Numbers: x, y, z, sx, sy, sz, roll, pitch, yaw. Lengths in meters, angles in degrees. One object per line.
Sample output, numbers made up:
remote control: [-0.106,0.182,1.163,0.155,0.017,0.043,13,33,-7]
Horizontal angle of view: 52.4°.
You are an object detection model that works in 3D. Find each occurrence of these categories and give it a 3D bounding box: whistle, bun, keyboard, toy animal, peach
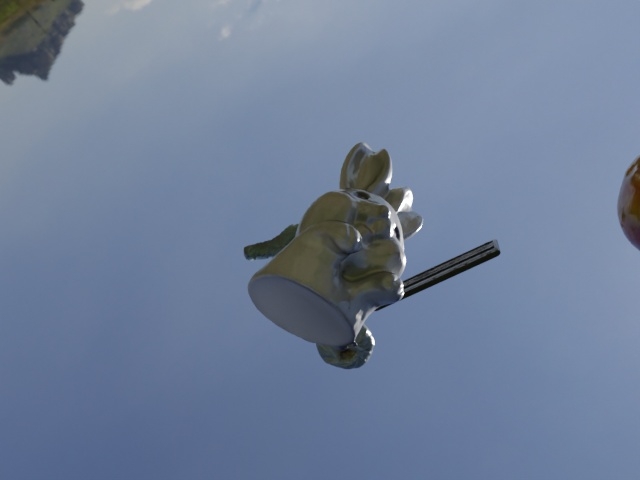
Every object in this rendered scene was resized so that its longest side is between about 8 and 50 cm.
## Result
whistle: [0.000,0.000,1.409,0.347,0.189,0.189,-1,-139,11]
bun: [0.032,0.137,0.861,0.083,0.083,0.045,-31,-151,10]
keyboard: [0.182,0.088,1.319,0.381,0.041,0.103,-20,-169,16]
toy animal: [0.042,-0.016,0.581,0.221,0.103,0.131,-54,-173,-34]
peach: [0.273,-0.030,0.487,0.100,0.101,0.101,-26,-147,19]
